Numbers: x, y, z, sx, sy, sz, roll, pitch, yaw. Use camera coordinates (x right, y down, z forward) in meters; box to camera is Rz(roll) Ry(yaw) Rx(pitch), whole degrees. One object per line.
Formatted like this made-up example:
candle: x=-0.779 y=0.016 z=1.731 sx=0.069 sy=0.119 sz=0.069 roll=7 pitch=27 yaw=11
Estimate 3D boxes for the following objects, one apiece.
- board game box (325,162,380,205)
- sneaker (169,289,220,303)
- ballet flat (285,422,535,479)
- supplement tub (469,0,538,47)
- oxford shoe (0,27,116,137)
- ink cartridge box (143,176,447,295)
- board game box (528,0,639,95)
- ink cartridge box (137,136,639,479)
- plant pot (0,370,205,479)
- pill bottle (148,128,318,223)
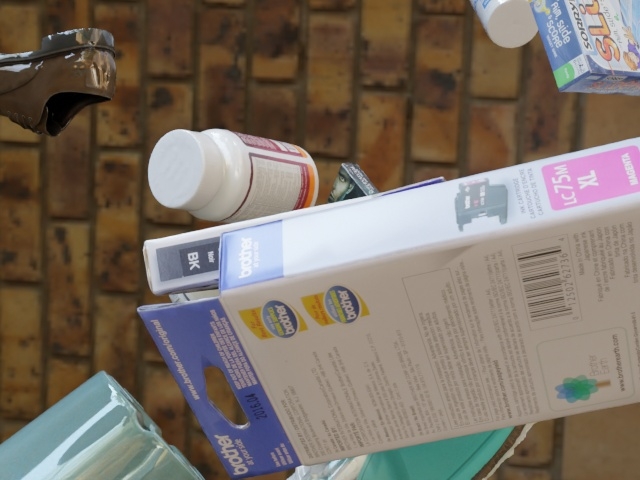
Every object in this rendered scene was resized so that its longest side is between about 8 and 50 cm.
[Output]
board game box: x=0.058 y=0.006 z=1.492 sx=0.186 sy=0.026 sz=0.126 roll=53 pitch=134 yaw=40
sneaker: x=-0.030 y=0.060 z=1.249 sx=0.091 sy=0.258 sz=0.094 roll=-31 pitch=57 yaw=47
ballet flat: x=0.026 y=0.218 z=0.933 sx=0.409 sy=0.147 sz=0.147 roll=-45 pitch=-18 yaw=-7
supplement tub: x=0.230 y=-0.295 z=1.495 sx=0.107 sy=0.071 sz=0.071 roll=-102 pitch=8 yaw=-55
oxford shoe: x=-0.326 y=-0.154 z=1.298 sx=0.083 sy=0.227 sz=0.096 roll=17 pitch=-120 yaw=-66
ink cartridge box: x=0.000 y=0.000 z=0.879 sx=0.206 sy=0.208 sz=0.045 roll=6 pitch=-108 yaw=-80
board game box: x=0.216 y=-0.215 z=0.965 sx=0.136 sy=0.035 sz=0.201 roll=-4 pitch=-108 yaw=-41
ink cartridge box: x=0.065 y=0.051 z=0.735 sx=0.065 sy=0.311 sz=0.185 roll=-97 pitch=-11 yaw=-45
plant pot: x=-0.362 y=0.393 z=1.754 sx=0.334 sy=0.341 sz=0.341 roll=-41 pitch=-21 yaw=-9
pill bottle: x=-0.113 y=-0.082 z=1.569 sx=0.221 sy=0.121 sz=0.121 roll=7 pitch=-94 yaw=-51
